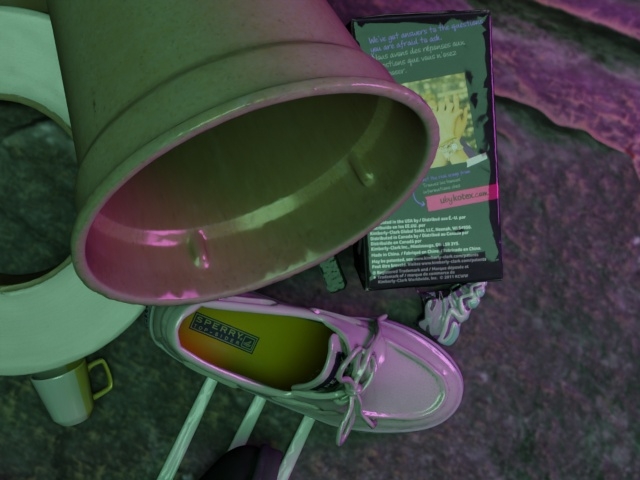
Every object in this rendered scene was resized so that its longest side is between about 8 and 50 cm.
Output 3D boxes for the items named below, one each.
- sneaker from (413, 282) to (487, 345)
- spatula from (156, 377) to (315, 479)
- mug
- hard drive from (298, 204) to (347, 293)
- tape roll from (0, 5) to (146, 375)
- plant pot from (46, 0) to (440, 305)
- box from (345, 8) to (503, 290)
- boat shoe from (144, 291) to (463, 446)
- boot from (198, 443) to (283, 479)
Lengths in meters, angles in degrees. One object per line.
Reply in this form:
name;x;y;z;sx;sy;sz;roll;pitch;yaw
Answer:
sneaker;0.137;0.061;1.346;0.069;0.038;0.098;29;94;-6
spatula;-0.074;0.200;1.363;0.168;0.019;0.242;24;95;-6
mug;-0.270;0.165;1.331;0.078;0.062;0.064;-14;105;6
hard drive;0.000;0.000;1.285;0.022;0.135;0.094;-21;97;0
tape roll;-0.331;-0.052;1.289;0.392;0.072;0.392;0;98;-1
plant pot;-0.105;-0.155;1.107;0.333;0.334;0.305;-24;67;0
box;0.101;-0.095;1.263;0.143;0.165;0.270;-3;96;-2
boat shoe;0.005;0.127;1.257;0.367;0.156;0.136;23;93;-20
boot;-0.306;0.309;1.308;0.445;0.146;0.367;24;97;-1
